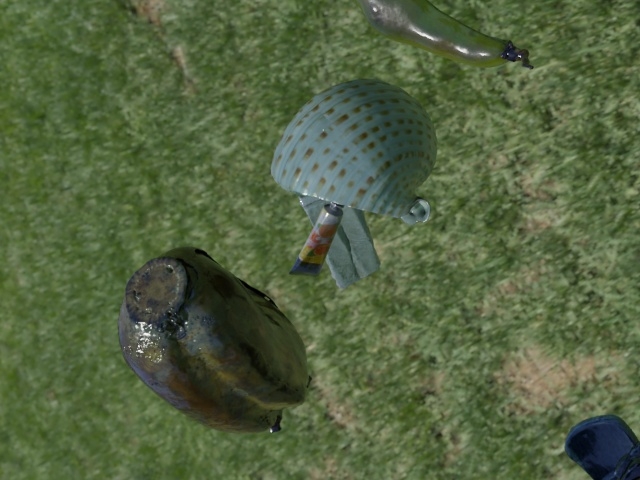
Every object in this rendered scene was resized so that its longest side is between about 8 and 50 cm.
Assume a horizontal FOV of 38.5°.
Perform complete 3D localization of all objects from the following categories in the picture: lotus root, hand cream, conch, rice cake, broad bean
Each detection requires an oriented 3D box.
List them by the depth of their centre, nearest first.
[{"bbox_3d":[0.048,-0.100,0.941,0.200,0.172,0.131,26,104,55],"label":"conch"},{"bbox_3d":[0.000,0.000,0.948,0.102,0.035,0.022,-65,32,31],"label":"hand cream"},{"bbox_3d":[-0.117,0.115,1.011,0.275,0.152,0.160,53,-164,-48],"label":"lotus root"},{"bbox_3d":[0.157,-0.300,1.282,0.325,0.067,0.075,26,157,18],"label":"broad bean"},{"bbox_3d":[0.033,-0.011,1.341,0.226,0.085,0.040,68,-178,-51],"label":"rice cake"}]

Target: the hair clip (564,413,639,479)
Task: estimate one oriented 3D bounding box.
[{"bbox_3d":[0.333,0.320,0.973,0.195,0.206,0.310,32,141,0],"label":"hair clip"}]
